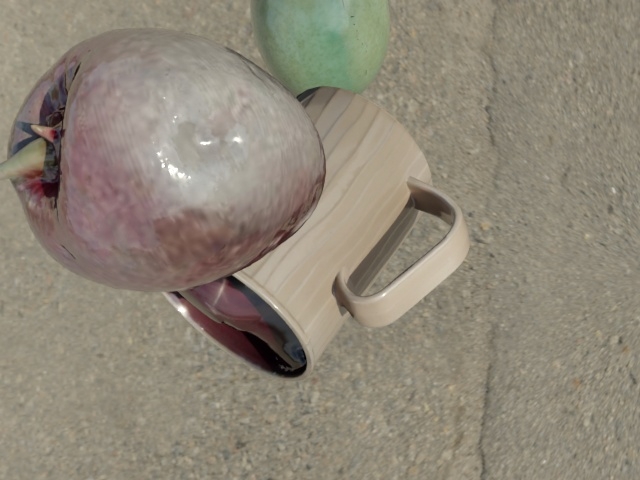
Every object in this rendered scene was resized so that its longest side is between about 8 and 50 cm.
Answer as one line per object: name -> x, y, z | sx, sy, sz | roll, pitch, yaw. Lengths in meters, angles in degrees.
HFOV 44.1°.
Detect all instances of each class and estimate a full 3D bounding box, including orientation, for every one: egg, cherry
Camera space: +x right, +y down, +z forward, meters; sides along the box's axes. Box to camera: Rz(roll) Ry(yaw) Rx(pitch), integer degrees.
egg -> 0.001, -0.267, 0.972 | 0.169, 0.236, 0.169 | -8, 53, 10
cherry -> -0.111, -0.055, 0.562 | 0.213, 0.266, 0.183 | 13, 106, 49

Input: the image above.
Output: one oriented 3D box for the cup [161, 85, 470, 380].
cup -> -0.012, -0.014, 0.831 | 0.208, 0.273, 0.288 | 49, 152, -16
